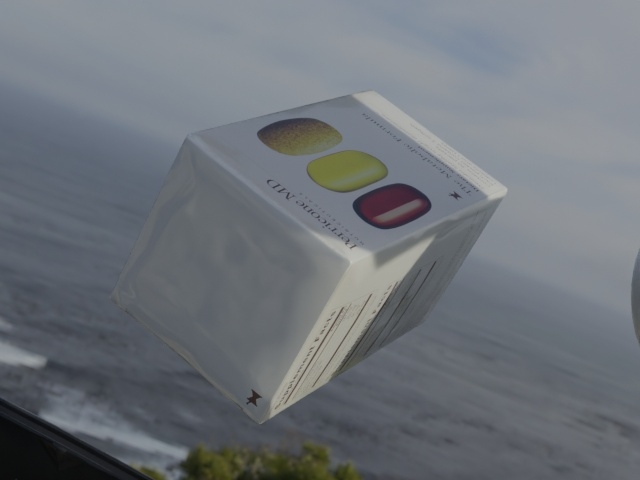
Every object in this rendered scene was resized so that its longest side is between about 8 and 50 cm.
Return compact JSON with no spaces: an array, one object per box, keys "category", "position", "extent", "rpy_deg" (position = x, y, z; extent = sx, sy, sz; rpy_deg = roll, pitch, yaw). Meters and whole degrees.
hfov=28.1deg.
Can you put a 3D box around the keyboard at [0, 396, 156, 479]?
[{"category":"keyboard","position":[-0.209,0.232,0.924],"extent":[0.317,0.201,0.033],"rpy_deg":[22,6,27]}]

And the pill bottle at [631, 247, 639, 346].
[{"category":"pill bottle","position":[0.353,0.036,0.792],"extent":[0.169,0.169,0.301],"rpy_deg":[19,-14,-40]}]

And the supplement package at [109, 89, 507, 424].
[{"category":"supplement package","position":[0.000,0.000,0.871],"extent":[0.139,0.134,0.244],"rpy_deg":[38,28,16]}]
